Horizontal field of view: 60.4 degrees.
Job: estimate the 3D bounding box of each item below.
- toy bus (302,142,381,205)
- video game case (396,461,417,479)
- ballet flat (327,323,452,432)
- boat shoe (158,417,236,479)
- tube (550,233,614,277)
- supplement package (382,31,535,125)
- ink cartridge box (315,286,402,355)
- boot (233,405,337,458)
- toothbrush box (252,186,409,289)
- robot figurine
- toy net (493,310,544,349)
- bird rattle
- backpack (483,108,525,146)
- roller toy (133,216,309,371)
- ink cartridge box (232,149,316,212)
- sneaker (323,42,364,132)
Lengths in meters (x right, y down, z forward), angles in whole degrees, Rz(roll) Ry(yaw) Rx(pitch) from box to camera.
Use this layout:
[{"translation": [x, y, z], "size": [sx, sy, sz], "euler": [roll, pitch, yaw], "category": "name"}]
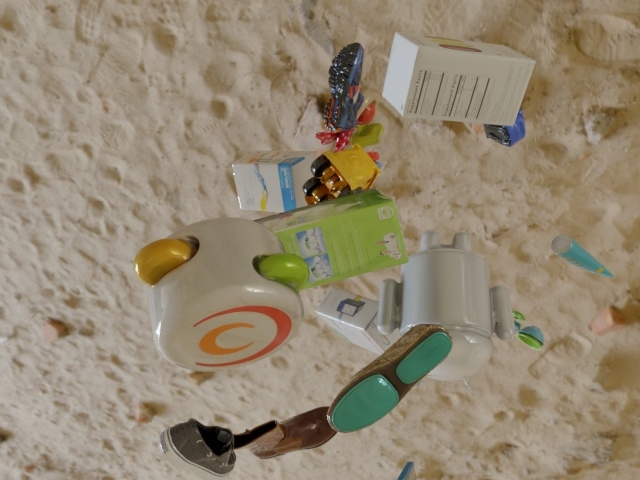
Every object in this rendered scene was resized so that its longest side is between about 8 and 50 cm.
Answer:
[{"translation": [0.077, -0.166, 1.553], "size": [0.149, 0.211, 0.220], "euler": [51, 146, 15], "category": "toy bus"}, {"translation": [0.162, 0.498, 0.977], "size": [0.015, 0.119, 0.166], "euler": [-11, 87, 22], "category": "video game case"}, {"translation": [0.094, 0.189, 0.770], "size": [0.206, 0.067, 0.073], "euler": [-34, 102, -7], "category": "ballet flat"}, {"translation": [-0.183, 0.343, 0.923], "size": [0.076, 0.080, 0.228], "euler": [-32, 143, -1], "category": "boat shoe"}, {"translation": [0.648, 0.046, 1.368], "size": [0.207, 0.080, 0.052], "euler": [27, 90, -34], "category": "tube"}, {"translation": [0.267, -0.320, 1.092], "size": [0.244, 0.139, 0.134], "euler": [1, 121, -16], "category": "supplement package"}, {"translation": [0.112, 0.222, 1.481], "size": [0.212, 0.093, 0.154], "euler": [15, 152, 53], "category": "ink cartridge box"}, {"translation": [-0.084, 0.464, 1.375], "size": [0.264, 0.096, 0.280], "euler": [-17, 152, 5], "category": "boot"}, {"translation": [0.000, 0.000, 1.039], "size": [0.283, 0.206, 0.122], "euler": [-16, 102, 1], "category": "toothbrush box"}, {"translation": [0.278, 0.154, 1.223], "size": [0.300, 0.353, 0.200], "euler": [2, 156, 9], "category": "robot figurine"}, {"translation": [0.500, 0.232, 1.471], "size": [0.122, 0.045, 0.232], "euler": [36, 169, -5], "category": "toy net"}, {"translation": [0.095, -0.357, 1.607], "size": [0.143, 0.253, 0.207], "euler": [41, 117, 17], "category": "bird rattle"}, {"translation": [0.532, -0.333, 1.571], "size": [0.101, 0.120, 0.098], "euler": [-34, 128, 1], "category": "backpack"}, {"translation": [-0.131, 0.068, 0.725], "size": [0.209, 0.146, 0.191], "euler": [-8, 142, -18], "category": "roller toy"}, {"translation": [-0.144, -0.200, 1.833], "size": [0.232, 0.171, 0.168], "euler": [5, 115, 28], "category": "ink cartridge box"}, {"translation": [0.069, -0.379, 1.373], "size": [0.083, 0.087, 0.221], "euler": [29, 113, 41], "category": "sneaker"}]
